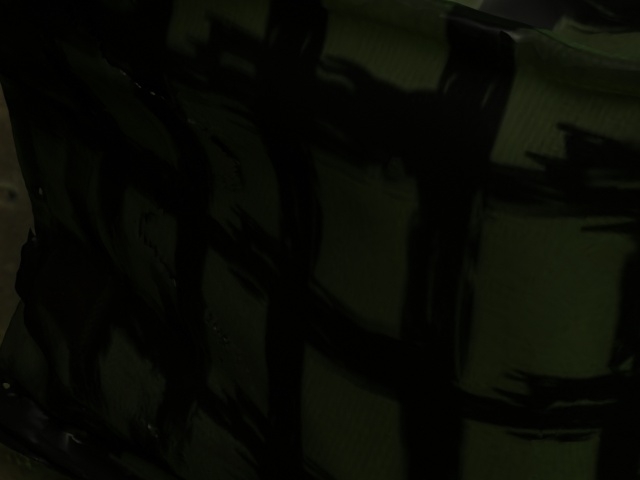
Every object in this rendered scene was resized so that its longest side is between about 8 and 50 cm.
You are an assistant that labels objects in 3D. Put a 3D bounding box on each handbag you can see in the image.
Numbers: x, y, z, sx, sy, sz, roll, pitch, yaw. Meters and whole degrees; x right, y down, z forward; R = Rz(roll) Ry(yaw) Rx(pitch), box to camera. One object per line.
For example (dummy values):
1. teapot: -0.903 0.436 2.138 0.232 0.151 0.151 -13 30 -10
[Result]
1. handbag: 0.000 0.000 0.536 0.327 0.325 0.162 21 43 24
